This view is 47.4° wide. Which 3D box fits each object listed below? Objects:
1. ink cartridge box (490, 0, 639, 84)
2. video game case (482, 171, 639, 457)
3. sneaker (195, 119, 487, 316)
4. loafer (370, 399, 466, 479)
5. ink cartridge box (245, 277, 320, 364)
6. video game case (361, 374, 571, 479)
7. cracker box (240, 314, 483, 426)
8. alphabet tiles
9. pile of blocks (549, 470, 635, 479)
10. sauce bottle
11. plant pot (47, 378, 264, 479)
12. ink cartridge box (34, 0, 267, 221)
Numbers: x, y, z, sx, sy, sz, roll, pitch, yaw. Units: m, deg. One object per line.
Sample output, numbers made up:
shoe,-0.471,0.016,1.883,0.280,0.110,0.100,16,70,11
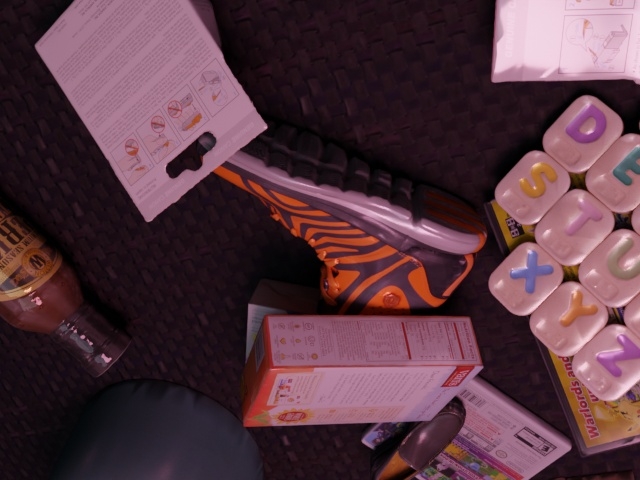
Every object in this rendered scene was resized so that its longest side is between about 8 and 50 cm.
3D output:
ink cartridge box,0.280,-0.278,0.593,0.261,0.066,0.296,3,119,11
video game case,0.322,0.042,0.702,0.248,0.035,0.275,-24,78,24
sneaker,0.000,0.000,0.783,0.321,0.124,0.180,24,121,-1
loafer,0.122,0.265,0.914,0.062,0.061,0.170,32,120,-6
ink cartridge box,-0.037,0.145,0.910,0.104,0.061,0.181,10,121,7
video game case,0.186,0.259,0.948,0.201,0.023,0.183,35,121,-9
cracker box,0.039,0.145,0.802,0.232,0.067,0.156,3,145,-16
alphabet tiles,0.305,0.001,0.680,0.284,0.021,0.278,48,108,20
pile of blocks,0.360,0.474,0.978,0.149,0.112,0.362,8,121,9
sauce bottle,-0.382,0.031,0.901,0.111,0.111,0.344,-37,107,28
plant pot,-0.248,0.377,0.991,0.293,0.235,0.293,6,120,10
ink cartridge box,-0.166,-0.161,0.735,0.181,0.056,0.225,-34,90,27
